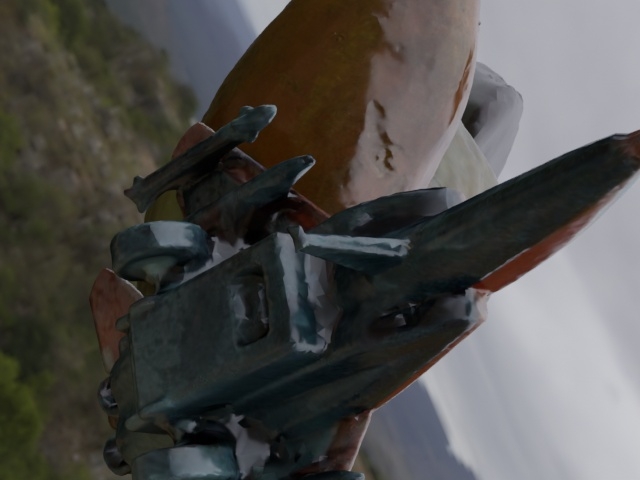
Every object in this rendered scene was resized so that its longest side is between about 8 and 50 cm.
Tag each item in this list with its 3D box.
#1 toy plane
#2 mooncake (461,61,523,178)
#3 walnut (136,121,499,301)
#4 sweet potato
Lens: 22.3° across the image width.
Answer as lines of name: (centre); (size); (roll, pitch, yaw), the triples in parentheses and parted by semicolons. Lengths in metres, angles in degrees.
toy plane: (-0.004, 0.028, 0.584); (0.326, 0.104, 0.223); (-38, -125, 54)
mooncake: (0.043, -0.034, 1.802); (0.212, 0.381, 0.351); (34, -31, 19)
walnut: (0.000, 0.000, 1.090); (0.227, 0.283, 0.283); (34, -5, 10)
sweet potato: (-0.006, -0.033, 0.743); (0.112, 0.359, 0.112); (23, 18, -8)
